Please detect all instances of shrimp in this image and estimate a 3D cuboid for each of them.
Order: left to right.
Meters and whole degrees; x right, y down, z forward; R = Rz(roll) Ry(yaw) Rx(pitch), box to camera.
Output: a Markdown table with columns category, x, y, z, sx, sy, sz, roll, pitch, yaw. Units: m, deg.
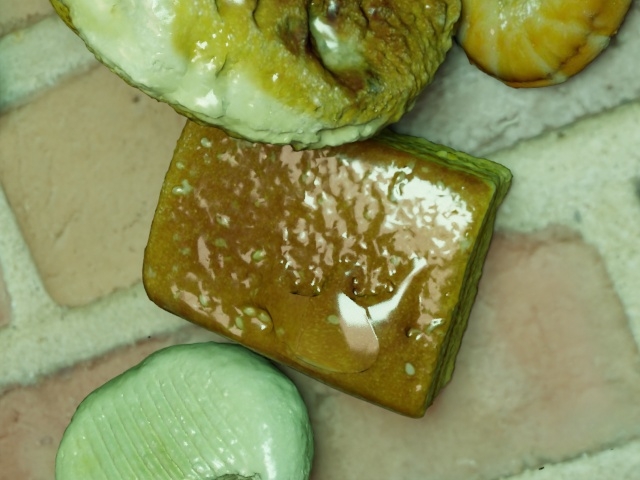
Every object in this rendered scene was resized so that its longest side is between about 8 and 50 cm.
| category | x | y | z | sx | sy | sz | roll | pitch | yaw |
| --- | --- | --- | --- | --- | --- | --- | --- | --- | --- |
| shrimp | 0.167 | -0.218 | 0.955 | 0.150 | 0.068 | 0.248 | 42 | 115 | 16 |

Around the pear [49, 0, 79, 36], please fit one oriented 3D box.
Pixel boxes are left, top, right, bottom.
| category | x | y | z | sx | sy | sz | roll | pitch | yaw |
| --- | --- | --- | --- | --- | --- | --- | --- | --- | --- |
| pear | -0.108 | -0.199 | 1.015 | 0.178 | 0.178 | 0.178 | 3 | 99 | 20 |

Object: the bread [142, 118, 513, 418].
| category | x | y | z | sx | sy | sz | roll | pitch | yaw |
| --- | --- | --- | --- | --- | --- | --- | --- | --- | --- |
| bread | 0.000 | 0.000 | 1.023 | 0.234 | 0.110 | 0.184 | 22 | 104 | 17 |

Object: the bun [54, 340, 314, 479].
| category | x | y | z | sx | sy | sz | roll | pitch | yaw |
| --- | --- | --- | --- | --- | --- | --- | --- | --- | --- |
| bun | -0.093 | 0.184 | 1.077 | 0.212 | 0.126 | 0.203 | -22 | 64 | 17 |

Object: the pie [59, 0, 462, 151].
| category | x | y | z | sx | sy | sz | roll | pitch | yaw |
| --- | --- | --- | --- | --- | --- | --- | --- | --- | --- |
| pie | -0.029 | -0.201 | 0.916 | 0.092 | 0.315 | 0.315 | -23 | 89 | 51 |
